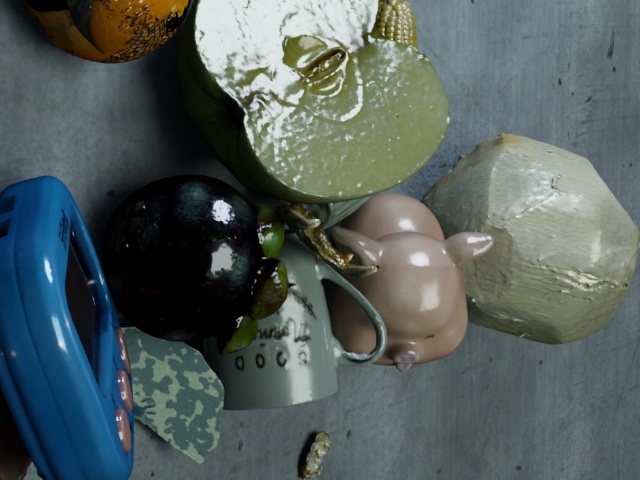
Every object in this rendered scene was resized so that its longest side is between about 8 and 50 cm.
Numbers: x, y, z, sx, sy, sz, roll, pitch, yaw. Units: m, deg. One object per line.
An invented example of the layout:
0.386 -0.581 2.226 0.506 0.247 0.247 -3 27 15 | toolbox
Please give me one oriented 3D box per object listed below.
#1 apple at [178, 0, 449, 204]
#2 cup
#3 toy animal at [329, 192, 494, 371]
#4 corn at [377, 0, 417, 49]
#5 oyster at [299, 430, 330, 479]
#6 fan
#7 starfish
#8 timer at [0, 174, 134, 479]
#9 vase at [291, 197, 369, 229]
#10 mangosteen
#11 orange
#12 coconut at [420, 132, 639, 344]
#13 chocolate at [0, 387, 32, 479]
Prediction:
-0.022 -0.220 1.812 0.360 0.320 0.312 -33 135 -38 | apple
-0.038 0.103 1.898 0.186 0.258 0.234 -69 156 -85 | cup
0.115 0.053 2.051 0.269 0.237 0.326 101 -10 -51 | toy animal
0.101 -0.241 2.149 0.101 0.101 0.292 6 88 -53 | corn
-0.011 0.340 2.154 0.054 0.019 0.083 51 54 -45 | oyster
-0.201 0.200 1.816 0.240 0.131 0.009 59 6 -23 | fan
0.000 0.003 1.772 0.138 0.247 0.050 38 92 -9 | starfish
-0.296 0.104 1.534 0.340 0.115 0.309 -107 -178 -64 | timer
0.019 -0.091 1.990 0.248 0.128 0.128 -58 141 -60 | vase
-0.154 0.029 1.730 0.243 0.243 0.243 -12 105 -52 | mangosteen
-0.250 -0.326 1.608 0.234 0.182 0.234 17 68 -52 | orange
0.340 -0.004 2.307 0.346 0.360 0.346 -162 -90 -88 | coconut
-0.411 0.130 1.522 0.112 0.112 0.321 -54 134 -45 | chocolate
